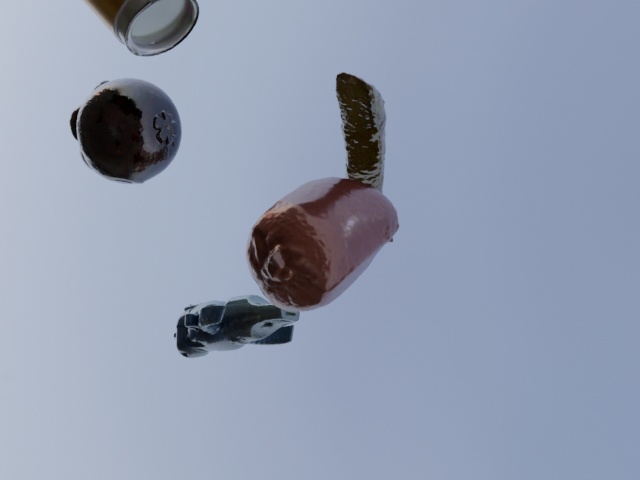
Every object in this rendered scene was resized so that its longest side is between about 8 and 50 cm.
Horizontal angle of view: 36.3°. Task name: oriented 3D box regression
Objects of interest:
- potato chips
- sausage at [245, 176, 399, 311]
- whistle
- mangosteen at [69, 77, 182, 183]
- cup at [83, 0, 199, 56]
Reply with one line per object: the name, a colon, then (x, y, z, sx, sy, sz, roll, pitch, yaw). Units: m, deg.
potato chips: (0.054, -0.102, 1.302, 0.057, 0.080, 0.407, 15, -31, 10)
sausage: (0.000, 0.000, 1.218, 0.148, 0.254, 0.148, 9, -67, 21)
whistle: (-0.146, 0.138, 1.599, 0.269, 0.180, 0.093, -13, -114, 40)
mangosteen: (-0.353, -0.198, 1.770, 0.210, 0.210, 0.209, 12, -70, 37)
cup: (-0.317, -0.431, 1.542, 0.279, 0.196, 0.196, 54, -51, 20)
